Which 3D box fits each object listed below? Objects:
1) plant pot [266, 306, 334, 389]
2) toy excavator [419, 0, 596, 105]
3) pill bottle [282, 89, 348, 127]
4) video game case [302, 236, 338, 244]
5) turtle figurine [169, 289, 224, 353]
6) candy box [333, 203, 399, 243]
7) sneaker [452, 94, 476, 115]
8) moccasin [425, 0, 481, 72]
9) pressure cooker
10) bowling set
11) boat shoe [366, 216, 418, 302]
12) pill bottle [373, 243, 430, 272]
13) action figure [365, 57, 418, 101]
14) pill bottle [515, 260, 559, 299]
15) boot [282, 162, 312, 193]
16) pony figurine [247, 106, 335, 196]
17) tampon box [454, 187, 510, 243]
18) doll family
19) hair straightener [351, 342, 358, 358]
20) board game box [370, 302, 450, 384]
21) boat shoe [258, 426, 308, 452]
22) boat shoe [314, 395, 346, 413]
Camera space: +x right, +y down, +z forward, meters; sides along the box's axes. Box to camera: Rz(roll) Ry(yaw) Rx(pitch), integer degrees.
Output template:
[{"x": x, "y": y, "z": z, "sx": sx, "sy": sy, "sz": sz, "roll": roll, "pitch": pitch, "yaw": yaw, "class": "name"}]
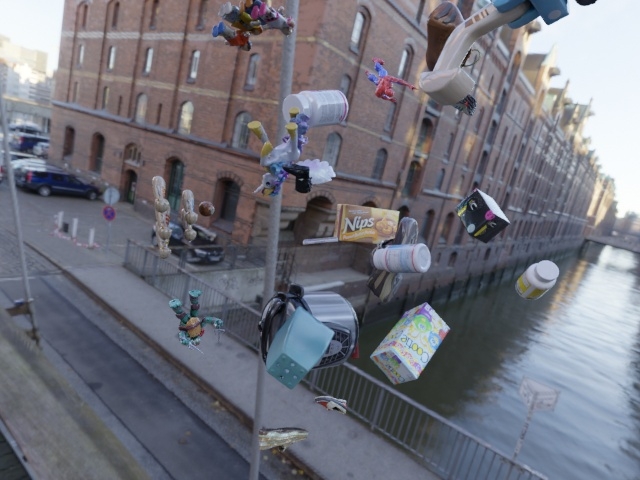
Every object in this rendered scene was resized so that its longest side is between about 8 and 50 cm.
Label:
[{"x": -0.084, "y": 0.381, "z": 1.405, "sx": 0.166, "sy": 0.165, "sz": 0.234, "roll": 38, "pitch": 22, "yaw": -1, "class": "plant pot"}, {"x": 0.466, "y": -0.600, "z": 1.023, "sx": 0.223, "sy": 0.431, "sz": 0.446, "roll": 21, "pitch": -23, "yaw": -36, "class": "toy excavator"}, {"x": -0.022, "y": -0.594, "z": 1.844, "sx": 0.161, "sy": 0.160, "sz": 0.283, "roll": 22, "pitch": 31, "yaw": 38, "class": "pill bottle"}, {"x": 0.000, "y": 0.000, "z": 1.453, "sx": 0.122, "sy": 0.011, "sz": 0.087, "roll": -6, "pitch": 6, "yaw": 1, "class": "video game case"}, {"x": -0.440, "y": 0.297, "z": 1.417, "sx": 0.118, "sy": 0.233, "sz": 0.175, "roll": 3, "pitch": 26, "yaw": 28, "class": "turtle figurine"}, {"x": 0.236, "y": -0.079, "z": 2.090, "sx": 0.317, "sy": 0.182, "sz": 0.088, "roll": 6, "pitch": 3, "yaw": -18, "class": "candy box"}, {"x": 0.510, "y": -0.507, "z": 1.491, "sx": 0.075, "sy": 0.057, "sz": 0.161, "roll": 28, "pitch": 10, "yaw": 41, "class": "sneaker"}, {"x": 0.446, "y": -0.637, "z": 1.376, "sx": 0.146, "sy": 0.139, "sz": 0.380, "roll": 53, "pitch": 5, "yaw": 14, "class": "moccasin"}, {"x": -0.084, "y": 0.419, "z": 1.870, "sx": 0.421, "sy": 0.375, "sz": 0.369, "roll": 6, "pitch": 51, "yaw": -40, "class": "pressure cooker"}, {"x": -0.443, "y": -0.073, "z": 1.335, "sx": 0.200, "sy": 0.286, "sz": 0.154, "roll": -7, "pitch": 57, "yaw": -19, "class": "bowling set"}, {"x": 0.236, "y": 0.067, "z": 1.438, "sx": 0.130, "sy": 0.354, "sz": 0.132, "roll": 27, "pitch": 36, "yaw": 20, "class": "boat shoe"}, {"x": 0.245, "y": 0.056, "z": 1.242, "sx": 0.160, "sy": 0.087, "sz": 0.087, "roll": -4, "pitch": -4, "yaw": 45, "class": "pill bottle"}, {"x": 0.251, "y": -0.561, "z": 1.466, "sx": 0.139, "sy": 0.091, "sz": 0.280, "roll": 20, "pitch": 35, "yaw": -17, "class": "action figure"}, {"x": 0.511, "y": 0.092, "z": 0.960, "sx": 0.065, "sy": 0.065, "sz": 0.116, "roll": 16, "pitch": -24, "yaw": 13, "class": "pill bottle"}, {"x": -0.086, "y": -0.231, "z": 1.517, "sx": 0.121, "sy": 0.099, "sz": 0.045, "roll": 13, "pitch": 35, "yaw": 21, "class": "boot"}, {"x": -0.135, "y": -0.361, "z": 1.706, "sx": 0.351, "sy": 0.363, "sz": 0.302, "roll": -28, "pitch": 60, "yaw": -23, "class": "pony figurine"}, {"x": 0.614, "y": -0.094, "z": 1.560, "sx": 0.102, "sy": 0.120, "sz": 0.160, "roll": 22, "pitch": 35, "yaw": -26, "class": "tampon box"}, {"x": -0.189, "y": -0.663, "z": 1.222, "sx": 0.263, "sy": 0.118, "sz": 0.163, "roll": 0, "pitch": 1, "yaw": 34, "class": "doll family"}, {"x": 0.168, "y": 0.492, "z": 2.122, "sx": 0.047, "sy": 0.230, "sz": 0.089, "roll": -8, "pitch": 10, "yaw": 6, "class": "hair straightener"}, {"x": 0.343, "y": 0.389, "z": 1.551, "sx": 0.144, "sy": 0.142, "sz": 0.275, "roll": 48, "pitch": 53, "yaw": 2, "class": "board game box"}, {"x": -0.124, "y": 0.661, "z": 1.351, "sx": 0.190, "sy": 0.072, "sz": 0.068, "roll": 16, "pitch": -23, "yaw": -34, "class": "boat shoe"}, {"x": 0.038, "y": 0.594, "z": 1.475, "sx": 0.137, "sy": 0.043, "sz": 0.049, "roll": 25, "pitch": -39, "yaw": -29, "class": "boat shoe"}]
